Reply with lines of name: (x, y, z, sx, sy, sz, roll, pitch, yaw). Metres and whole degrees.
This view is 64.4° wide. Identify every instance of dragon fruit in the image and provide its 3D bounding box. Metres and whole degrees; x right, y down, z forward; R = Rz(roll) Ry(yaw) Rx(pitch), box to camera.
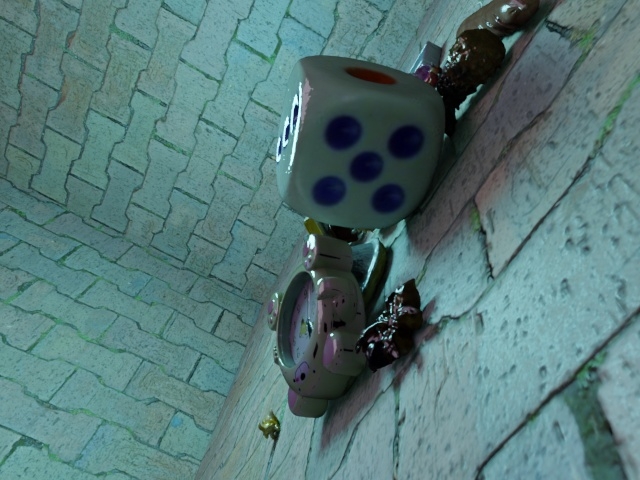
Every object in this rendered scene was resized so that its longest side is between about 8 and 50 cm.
dragon fruit: (0.339, -0.510, 1.638, 0.126, 0.068, 0.112, -43, 33, 33)

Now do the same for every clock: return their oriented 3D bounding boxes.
clock: (0.365, -0.610, 1.820, 0.150, 0.063, 0.197, -58, 8, 43)
clock: (-0.010, 0.174, 1.039, 0.284, 0.114, 0.310, -56, 30, 37)

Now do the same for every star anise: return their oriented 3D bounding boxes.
star anise: (0.118, 0.138, 0.807, 0.168, 0.057, 0.168, -51, 13, 16)

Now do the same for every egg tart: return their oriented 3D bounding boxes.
egg tart: (0.071, 0.090, 1.198, 0.234, 0.094, 0.234, -60, 10, 19)

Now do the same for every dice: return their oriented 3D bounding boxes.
dice: (0.073, -0.218, 1.123, 0.277, 0.304, 0.304, -107, 25, -55)

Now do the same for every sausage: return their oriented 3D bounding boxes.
sausage: (0.378, -0.479, 1.108, 0.088, 0.087, 0.433, -61, 6, 13)

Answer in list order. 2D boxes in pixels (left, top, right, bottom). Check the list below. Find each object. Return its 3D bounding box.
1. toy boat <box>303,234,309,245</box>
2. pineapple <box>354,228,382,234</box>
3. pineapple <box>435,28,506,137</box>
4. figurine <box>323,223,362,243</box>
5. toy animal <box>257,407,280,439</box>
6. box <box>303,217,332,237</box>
toy boat: (0.000, 0.000, 1.946, 0.309, 0.129, 0.143, -163, 89, -84)
pineapple: (0.124, -0.077, 1.342, 0.176, 0.161, 0.137, -107, 5, -46)
pineapple: (0.295, -0.328, 1.093, 0.119, 0.111, 0.237, -35, -21, -37)
figurine: (0.089, -0.133, 1.525, 0.284, 0.204, 0.338, -66, 10, -21)
toy animal: (-0.142, 0.491, 1.367, 0.061, 0.081, 0.083, -64, 26, 11)
box: (0.006, -0.038, 1.571, 0.033, 0.129, 0.247, -26, 13, 14)
